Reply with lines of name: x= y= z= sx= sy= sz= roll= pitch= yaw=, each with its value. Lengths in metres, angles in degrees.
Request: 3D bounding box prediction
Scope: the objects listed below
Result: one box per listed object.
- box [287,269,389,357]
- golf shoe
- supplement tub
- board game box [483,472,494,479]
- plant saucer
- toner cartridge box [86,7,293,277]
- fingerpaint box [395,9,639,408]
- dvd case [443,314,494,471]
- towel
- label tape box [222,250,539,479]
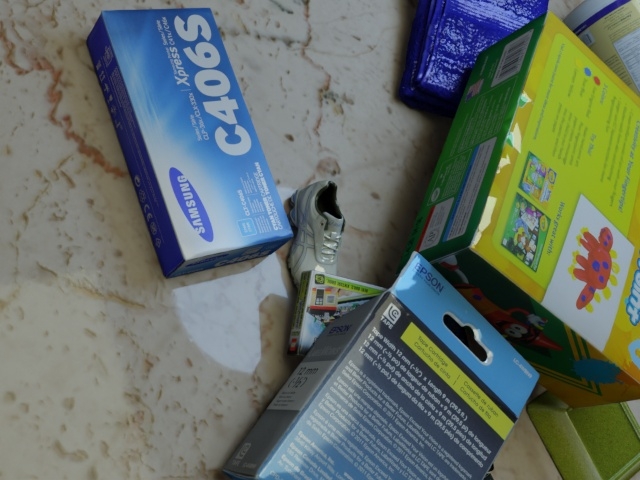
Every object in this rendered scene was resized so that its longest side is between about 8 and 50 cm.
box: x=0.064 y=0.117 z=1.164 sx=0.207 sy=0.036 sz=0.114 roll=15 pitch=77 yaw=-23
golf shoe: x=0.000 y=0.000 z=1.189 sx=0.069 sy=0.086 sz=0.176 roll=3 pitch=69 yaw=-33
supplement tub: x=0.620 y=-0.313 z=1.613 sx=0.241 sy=0.241 sz=0.331 roll=-22 pitch=82 yaw=-36
board game box: x=0.226 y=0.428 z=1.177 sx=0.126 sy=0.026 sz=0.186 roll=-21 pitch=82 yaw=-36
plant saucer: x=0.432 y=0.298 z=1.350 sx=0.188 sy=0.045 sz=0.188 roll=-23 pitch=82 yaw=-37
toner cartridge box: x=-0.173 y=-0.137 z=1.147 sx=0.165 sy=0.075 sz=0.348 roll=-14 pitch=77 yaw=-34
fingerpaint box: x=0.349 y=-0.041 z=1.274 sx=0.371 sy=0.163 sz=0.445 roll=36 pitch=57 yaw=-20
dvd case: x=0.147 y=0.207 z=1.229 sx=0.180 sy=0.022 sz=0.253 roll=3 pitch=68 yaw=-32
towel: x=0.264 y=-0.345 z=1.447 sx=0.228 sy=0.076 sz=0.308 roll=15 pitch=74 yaw=-6
label tape box: x=0.086 y=0.225 z=1.079 sx=0.249 sy=0.115 sz=0.347 roll=44 pitch=63 yaw=-13
